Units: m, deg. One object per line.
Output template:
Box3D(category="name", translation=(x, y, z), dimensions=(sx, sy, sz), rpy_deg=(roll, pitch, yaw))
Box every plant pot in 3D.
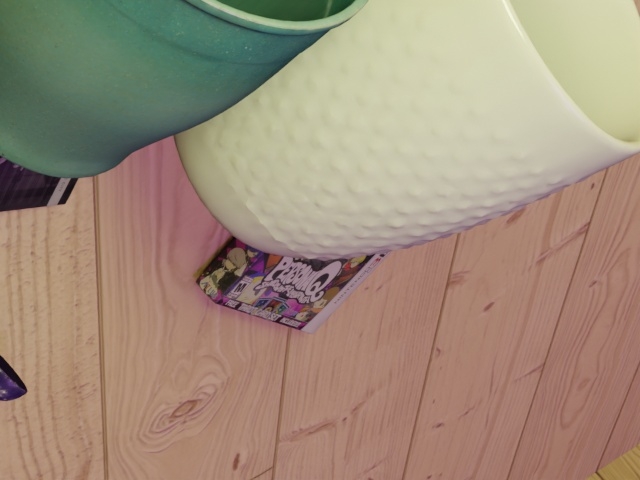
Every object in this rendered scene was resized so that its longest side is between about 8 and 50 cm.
Box3D(category="plant pot", translation=(-0.140, -0.183, 1.335), dimensions=(0.271, 0.271, 0.255), rpy_deg=(-10, 155, -46))

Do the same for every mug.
Box3D(category="mug", translation=(0.077, -0.140, 1.554), dimensions=(0.328, 0.276, 0.374), rpy_deg=(-26, -179, 28))

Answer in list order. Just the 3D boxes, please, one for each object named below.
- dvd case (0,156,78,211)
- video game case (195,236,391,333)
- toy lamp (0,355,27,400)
Box3D(category="dvd case", translation=(-0.268, -0.085, 1.572), dimensions=(0.221, 0.018, 0.164), rpy_deg=(-8, 139, -46))
Box3D(category="video game case", translation=(0.000, 0.000, 2.037), dimensions=(0.210, 0.042, 0.232), rpy_deg=(-47, 153, 10))
Box3D(category="toy lamp", translation=(-0.401, 0.204, 1.786), dimensions=(0.275, 0.080, 0.080), rpy_deg=(-41, 154, -3))
